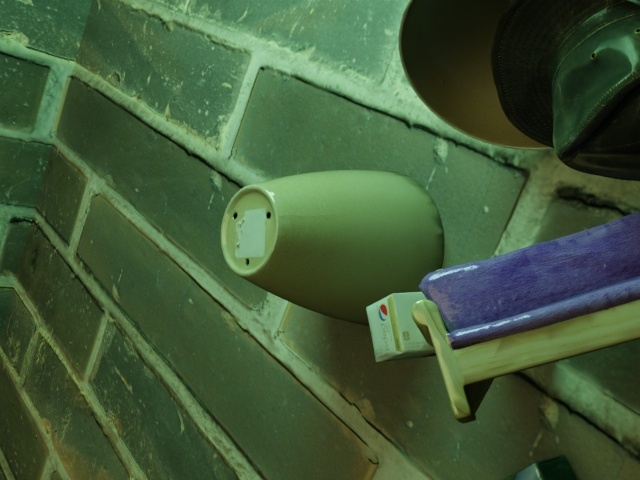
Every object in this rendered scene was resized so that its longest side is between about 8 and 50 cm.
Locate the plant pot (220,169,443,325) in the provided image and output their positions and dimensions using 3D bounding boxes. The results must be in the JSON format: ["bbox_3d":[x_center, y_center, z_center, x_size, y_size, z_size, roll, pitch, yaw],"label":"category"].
[{"bbox_3d":[0.000,0.000,0.995,0.257,0.274,0.256,-8,79,44],"label":"plant pot"}]

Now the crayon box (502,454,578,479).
[{"bbox_3d":[0.276,0.450,0.782,0.203,0.083,0.322,-46,55,32],"label":"crayon box"}]

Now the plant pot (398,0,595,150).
[{"bbox_3d":[0.259,-0.275,0.806,0.284,0.284,0.190,-11,44,45],"label":"plant pot"}]

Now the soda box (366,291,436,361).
[{"bbox_3d":[0.171,0.103,0.839,0.069,0.216,0.073,141,124,-59],"label":"soda box"}]

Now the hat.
[{"bbox_3d":[0.321,-0.134,0.659,0.331,0.331,0.133,-9,46,45],"label":"hat"}]

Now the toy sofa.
[{"bbox_3d":[0.278,0.053,0.672,0.363,0.150,0.177,-18,71,9],"label":"toy sofa"}]
